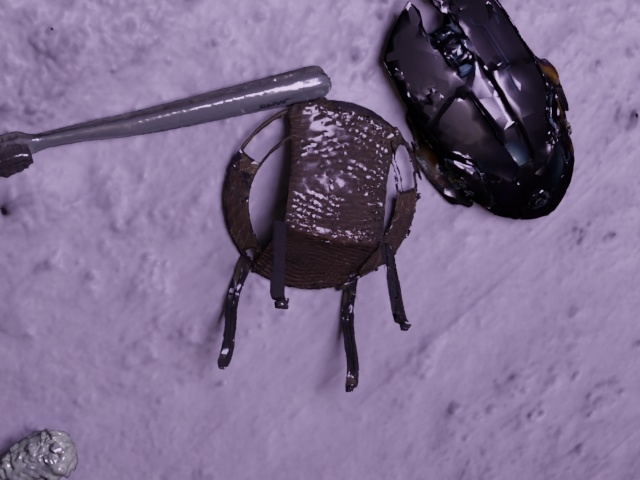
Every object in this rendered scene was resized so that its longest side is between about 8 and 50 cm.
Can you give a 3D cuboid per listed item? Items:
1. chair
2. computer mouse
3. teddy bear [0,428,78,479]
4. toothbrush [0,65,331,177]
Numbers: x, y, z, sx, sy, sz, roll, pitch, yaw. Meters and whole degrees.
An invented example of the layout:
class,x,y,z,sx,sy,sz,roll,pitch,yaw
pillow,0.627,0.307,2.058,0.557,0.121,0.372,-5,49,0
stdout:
class,x,y,z,sx,sy,sz,roll,pitch,yaw
chair,0.000,0.000,1.081,0.174,0.149,0.213,12,65,-16
computer mouse,0.147,-0.111,1.087,0.146,0.077,0.242,-38,112,-2
teddy bear,-0.281,0.263,1.077,0.111,0.133,0.213,18,117,2
toothbrush,-0.131,-0.100,1.047,0.297,0.030,0.030,-14,136,-11
